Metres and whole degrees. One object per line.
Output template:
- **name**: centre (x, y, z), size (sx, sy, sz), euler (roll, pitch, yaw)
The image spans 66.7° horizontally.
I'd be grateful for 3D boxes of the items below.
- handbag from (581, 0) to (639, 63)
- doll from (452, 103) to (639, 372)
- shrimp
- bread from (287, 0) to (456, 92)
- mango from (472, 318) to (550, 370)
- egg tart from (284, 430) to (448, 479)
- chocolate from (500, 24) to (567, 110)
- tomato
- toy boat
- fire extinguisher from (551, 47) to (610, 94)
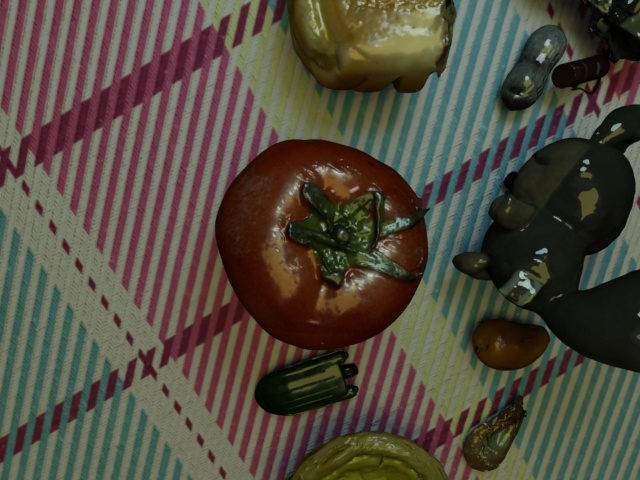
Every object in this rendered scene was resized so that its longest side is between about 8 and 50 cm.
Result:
- **handbag**: centre (0.524, -0.526, 0.812), size (0.325, 0.162, 0.327), euler (37, 91, -6)
- **doll**: centre (0.466, -0.005, 0.821), size (0.378, 0.252, 0.382), euler (42, 90, 21)
- **shrimp**: centre (0.365, 0.397, 0.997), size (0.091, 0.043, 0.184), euler (37, 95, -5)
- **bread**: centre (0.076, -0.391, 0.789), size (0.270, 0.211, 0.316), euler (-4, 95, 6)
- **mango**: centre (0.376, 0.208, 0.951), size (0.159, 0.084, 0.105), euler (5, 103, -5)
- **egg tart**: centre (0.079, 0.510, 0.946), size (0.345, 0.132, 0.346), euler (-1, 99, -4)
- **chocolate**: centre (0.385, -0.311, 0.884), size (0.072, 0.072, 0.167), euler (27, 93, -7)
- **tomato**: centre (0.000, 0.000, 0.805), size (0.341, 0.273, 0.342), euler (1, 86, -12)
- **toy boat**: centre (-0.026, 0.283, 0.948), size (0.210, 0.052, 0.104), euler (-17, 101, 0)
- **fire extinguisher**: centre (0.485, -0.304, 0.889), size (0.157, 0.045, 0.078), euler (-22, 120, -31)
